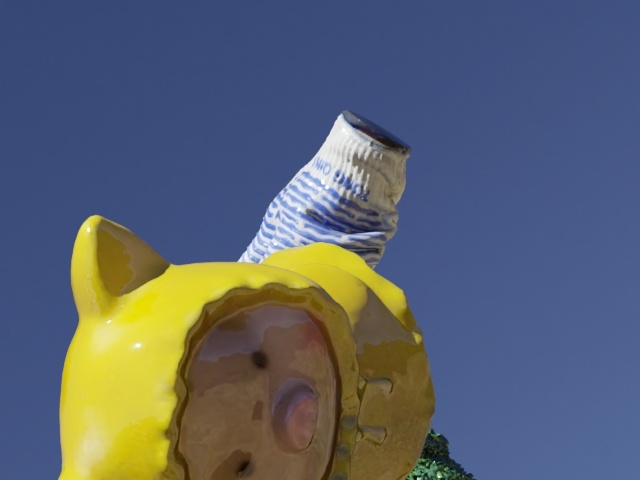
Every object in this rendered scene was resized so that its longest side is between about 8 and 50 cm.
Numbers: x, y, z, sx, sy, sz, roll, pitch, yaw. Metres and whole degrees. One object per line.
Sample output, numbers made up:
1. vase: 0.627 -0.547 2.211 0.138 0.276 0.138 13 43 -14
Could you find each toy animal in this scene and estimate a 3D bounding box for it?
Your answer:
1. toy animal: -0.030 0.070 0.898 0.156 0.156 0.230 -44 -26 24

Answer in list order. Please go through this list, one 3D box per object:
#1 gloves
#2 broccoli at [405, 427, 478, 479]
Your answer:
1. gloves: -0.001 -0.002 1.647 0.097 0.119 0.229 -26 -36 -57
2. broccoli: 0.014 0.286 1.749 0.308 0.308 0.275 -35 -37 7
